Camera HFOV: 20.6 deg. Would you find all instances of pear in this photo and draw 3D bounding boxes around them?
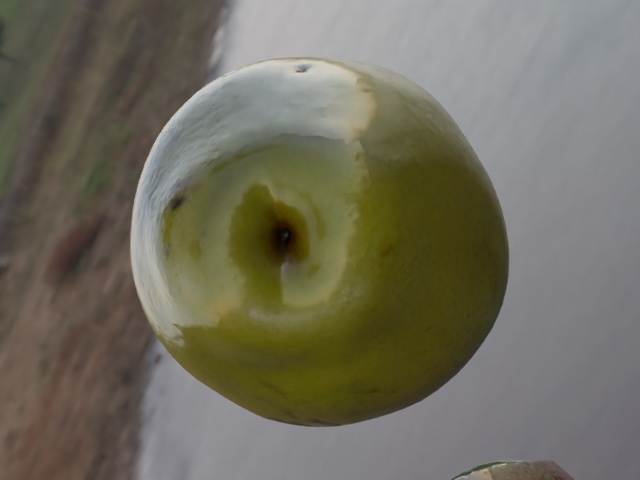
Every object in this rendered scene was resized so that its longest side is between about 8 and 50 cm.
[{"bbox_3d":[0.000,0.000,1.668,0.362,0.362,0.418,-64,-11,2],"label":"pear"}]

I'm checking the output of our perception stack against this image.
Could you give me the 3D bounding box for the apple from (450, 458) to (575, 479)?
[{"bbox_3d":[0.111,0.246,1.200,0.207,0.174,0.188,-55,-15,6],"label":"apple"}]
